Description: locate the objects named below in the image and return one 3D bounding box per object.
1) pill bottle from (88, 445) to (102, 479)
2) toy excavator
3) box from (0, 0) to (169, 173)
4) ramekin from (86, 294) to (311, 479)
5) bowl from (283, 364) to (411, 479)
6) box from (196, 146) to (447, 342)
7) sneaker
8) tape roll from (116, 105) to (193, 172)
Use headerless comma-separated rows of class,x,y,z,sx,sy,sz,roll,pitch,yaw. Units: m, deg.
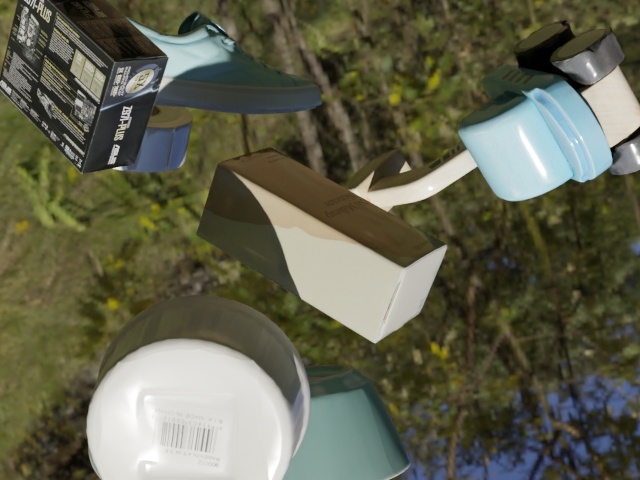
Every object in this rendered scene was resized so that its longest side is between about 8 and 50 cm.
pill bottle,-0.256,0.305,1.669,0.146,0.146,0.264,-20,177,-22
toy excavator,0.283,-0.162,1.906,0.445,0.222,0.433,-34,-161,-5
box,-0.269,-0.187,1.257,0.077,0.147,0.180,-16,-131,-46
ramekin,-0.153,0.217,1.383,0.277,0.277,0.135,-13,-168,5
bowl,-0.022,0.289,1.754,0.311,0.163,0.311,-8,-178,0
box,0.000,0.000,1.555,0.311,0.121,0.148,29,-153,20
sneaker,-0.156,-0.278,1.745,0.366,0.150,0.135,2,-177,-32
tape roll,-0.411,-0.237,2.345,0.286,0.100,0.286,12,-161,-4
